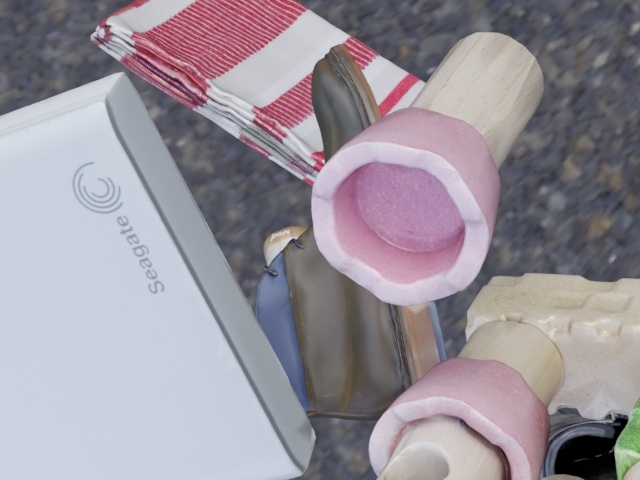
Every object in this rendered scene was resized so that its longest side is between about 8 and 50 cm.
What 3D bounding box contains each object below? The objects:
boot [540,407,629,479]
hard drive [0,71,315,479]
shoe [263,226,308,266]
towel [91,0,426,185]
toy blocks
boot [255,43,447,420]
[{"bbox_3d":[0.236,0.146,1.555,0.222,0.338,0.118,5,109,47],"label":"boot"},{"bbox_3d":[-0.209,0.070,1.025,0.353,0.047,0.233,-18,114,20],"label":"hard drive"},{"bbox_3d":[0.013,0.064,1.760,0.076,0.219,0.058,-28,51,15],"label":"shoe"},{"bbox_3d":[-0.019,-0.149,1.744,0.329,0.237,0.037,32,124,10],"label":"towel"},{"bbox_3d":[0.143,0.112,0.663,0.288,0.260,0.309,3,122,23],"label":"toy blocks"},{"bbox_3d":[0.000,0.000,1.081,0.106,0.082,0.219,-15,79,-1],"label":"boot"}]
